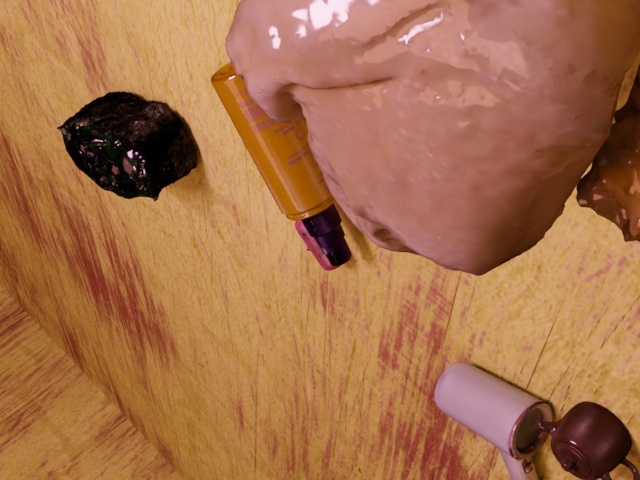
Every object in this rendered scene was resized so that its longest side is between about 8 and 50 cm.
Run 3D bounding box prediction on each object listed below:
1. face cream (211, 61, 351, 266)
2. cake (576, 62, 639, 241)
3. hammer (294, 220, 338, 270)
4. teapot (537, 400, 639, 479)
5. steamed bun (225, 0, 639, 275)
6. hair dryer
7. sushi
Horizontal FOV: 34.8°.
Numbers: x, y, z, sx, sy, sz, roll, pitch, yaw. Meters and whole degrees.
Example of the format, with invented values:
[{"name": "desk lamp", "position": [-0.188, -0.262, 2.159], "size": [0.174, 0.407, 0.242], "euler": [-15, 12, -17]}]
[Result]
[{"name": "face cream", "position": [-0.032, -0.088, 1.201], "size": [0.078, 0.078, 0.273], "euler": [8, 132, 56]}, {"name": "cake", "position": [0.293, -0.072, 0.491], "size": [0.222, 0.227, 0.286], "euler": [45, 154, 16]}, {"name": "hammer", "position": [0.000, 0.000, 1.309], "size": [0.083, 0.043, 0.043], "euler": [54, 155, -8]}, {"name": "teapot", "position": [0.287, 0.226, 1.089], "size": [0.121, 0.068, 0.076], "euler": [43, 154, 19]}, {"name": "steamed bun", "position": [0.069, -0.153, 0.620], "size": [0.230, 0.372, 0.324], "euler": [9, 123, 7]}, {"name": "hair dryer", "position": [0.231, 0.252, 1.247], "size": [0.131, 0.073, 0.236], "euler": [26, 154, 46]}, {"name": "sushi", "position": [-0.289, -0.138, 1.516], "size": [0.225, 0.127, 0.124], "euler": [23, 143, 43]}]
